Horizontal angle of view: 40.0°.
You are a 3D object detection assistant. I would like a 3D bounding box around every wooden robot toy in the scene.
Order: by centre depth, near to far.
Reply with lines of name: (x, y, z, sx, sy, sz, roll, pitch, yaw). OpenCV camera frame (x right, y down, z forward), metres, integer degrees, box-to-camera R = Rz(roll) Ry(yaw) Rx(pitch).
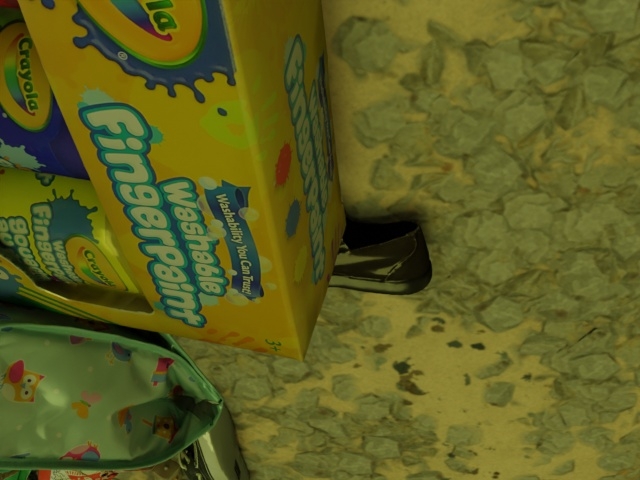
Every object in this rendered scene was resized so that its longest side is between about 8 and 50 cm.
wooden robot toy: (-0.214, 0.358, 1.167, 0.076, 0.079, 0.173, 36, 143, 9)

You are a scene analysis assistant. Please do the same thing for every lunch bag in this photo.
lunch bag: (-0.251, 0.126, 0.868, 0.262, 0.160, 0.223, 10, -177, -40)

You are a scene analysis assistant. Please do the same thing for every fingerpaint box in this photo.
fingerpaint box: (-0.189, -0.119, 0.613, 0.371, 0.163, 0.444, 9, 144, 13)

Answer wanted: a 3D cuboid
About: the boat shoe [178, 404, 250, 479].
boat shoe: (-0.143, 0.280, 1.115, 0.070, 0.077, 0.219, -2, 133, 8)

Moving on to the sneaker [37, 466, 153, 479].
sneaker: (-0.281, 0.289, 1.133, 0.145, 0.090, 0.270, 9, 130, 2)

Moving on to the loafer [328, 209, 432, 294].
loafer: (0.000, 0.000, 0.853, 0.220, 0.080, 0.078, 1, 123, -1)

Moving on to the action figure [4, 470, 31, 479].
action figure: (-0.416, 0.286, 1.155, 0.137, 0.063, 0.232, 34, 119, 3)

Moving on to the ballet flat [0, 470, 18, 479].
ballet flat: (-0.533, 0.155, 1.040, 0.409, 0.147, 0.147, 33, 128, -18)

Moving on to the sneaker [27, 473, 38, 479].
sneaker: (-0.420, 0.364, 1.253, 0.069, 0.038, 0.098, 12, 133, -3)
